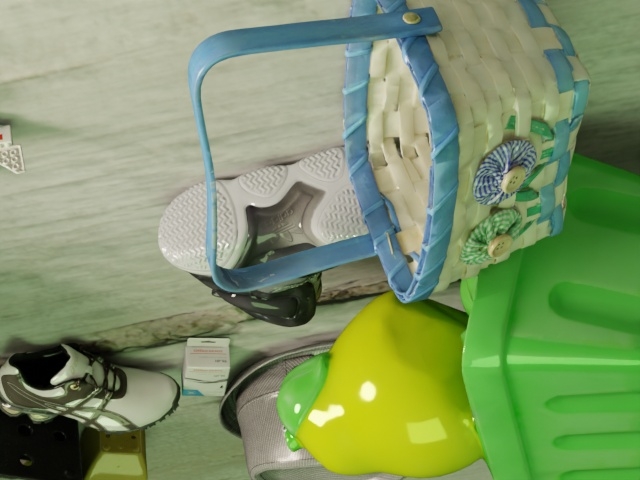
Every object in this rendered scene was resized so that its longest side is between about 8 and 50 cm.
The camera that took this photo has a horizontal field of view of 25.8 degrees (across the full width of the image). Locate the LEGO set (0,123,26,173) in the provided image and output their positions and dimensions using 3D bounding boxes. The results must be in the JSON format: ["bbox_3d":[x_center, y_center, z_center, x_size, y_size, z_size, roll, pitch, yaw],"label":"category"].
[{"bbox_3d":[-0.369,-0.065,1.144,0.244,0.060,0.182,-32,146,33],"label":"LEGO set"}]

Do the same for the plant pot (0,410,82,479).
[{"bbox_3d":[-0.355,0.259,1.548,0.187,0.188,0.167,15,128,-27],"label":"plant pot"}]

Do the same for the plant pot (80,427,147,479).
[{"bbox_3d":[-0.241,0.255,1.635,0.081,0.081,0.083,5,135,-16],"label":"plant pot"}]

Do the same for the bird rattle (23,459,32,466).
[{"bbox_3d":[-0.401,0.374,1.644,0.143,0.253,0.207,-30,98,24],"label":"bird rattle"}]

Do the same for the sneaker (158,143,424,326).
[{"bbox_3d":[0.000,0.000,1.269,0.268,0.101,0.153,-9,148,16],"label":"sneaker"}]

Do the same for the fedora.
[{"bbox_3d":[0.021,0.217,1.571,0.275,0.124,0.244,-9,147,5],"label":"fedora"}]

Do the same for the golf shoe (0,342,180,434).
[{"bbox_3d":[-0.244,0.155,1.485,0.198,0.077,0.094,2,146,-12],"label":"golf shoe"}]

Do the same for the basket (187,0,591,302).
[{"bbox_3d":[0.048,-0.077,1.059,0.289,0.201,0.255,-10,141,-7],"label":"basket"}]

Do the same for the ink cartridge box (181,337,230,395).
[{"bbox_3d":[-0.124,0.138,1.518,0.048,0.028,0.083,1,146,-10],"label":"ink cartridge box"}]

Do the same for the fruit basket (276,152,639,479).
[{"bbox_3d":[0.155,0.100,1.297,0.392,0.283,0.392,13,152,7],"label":"fruit basket"}]
